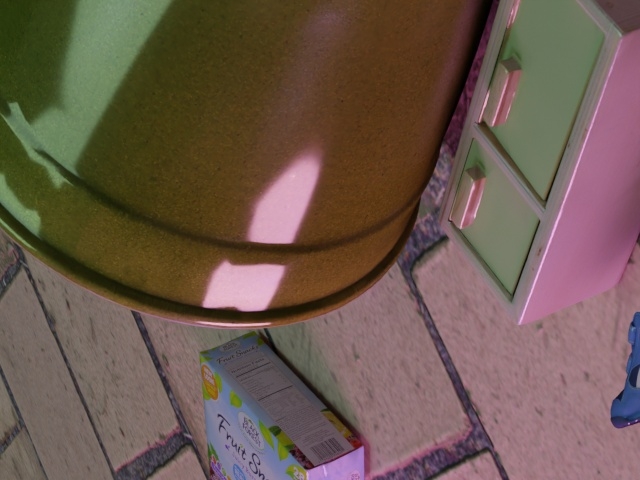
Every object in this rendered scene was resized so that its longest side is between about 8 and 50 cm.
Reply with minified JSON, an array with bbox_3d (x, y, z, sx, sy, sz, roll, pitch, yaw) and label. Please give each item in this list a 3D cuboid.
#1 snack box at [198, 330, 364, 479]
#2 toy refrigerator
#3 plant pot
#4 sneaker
[{"bbox_3d":[-0.036,0.214,1.812,0.207,0.070,0.174,42,144,44],"label":"snack box"},{"bbox_3d":[0.153,-0.074,1.171,0.102,0.094,0.269,55,152,29],"label":"toy refrigerator"},{"bbox_3d":[-0.035,-0.191,1.216,0.366,0.366,0.353,59,142,23],"label":"plant pot"},{"bbox_3d":[0.221,0.070,1.195,0.059,0.053,0.144,59,145,21],"label":"sneaker"}]
